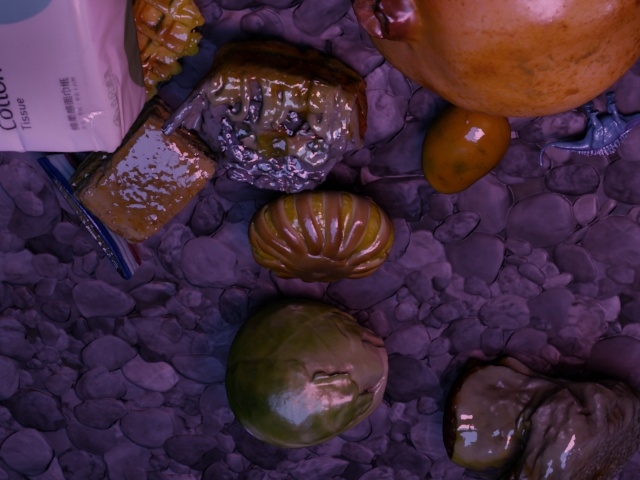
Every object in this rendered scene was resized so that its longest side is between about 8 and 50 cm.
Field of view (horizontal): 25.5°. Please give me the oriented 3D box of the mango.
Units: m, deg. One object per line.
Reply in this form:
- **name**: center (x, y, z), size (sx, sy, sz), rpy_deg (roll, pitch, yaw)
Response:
- **mango**: center (0.196, -0.131, 1.980), size (0.111, 0.089, 0.163), rpy_deg (36, 126, -17)

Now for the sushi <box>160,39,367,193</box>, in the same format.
- **sushi**: center (-0.070, -0.176, 1.950), size (0.274, 0.139, 0.184), rpy_deg (14, 121, -4)

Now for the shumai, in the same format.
- **shumai**: center (0.329, 0.287, 2.192), size (0.263, 0.304, 0.309), rpy_deg (36, 127, 25)

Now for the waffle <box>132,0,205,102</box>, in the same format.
- **waffle**: center (-0.326, -0.316, 1.941), size (0.307, 0.060, 0.312), rpy_deg (-22, 118, 17)

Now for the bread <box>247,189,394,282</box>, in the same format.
- **bread**: center (0.000, 0.000, 2.032), size (0.213, 0.105, 0.213), rpy_deg (5, 154, 2)

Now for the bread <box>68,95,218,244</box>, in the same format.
- **bread**: center (-0.254, -0.094, 2.024), size (0.196, 0.102, 0.138), rpy_deg (-41, 110, 12)

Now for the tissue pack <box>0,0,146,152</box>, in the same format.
- **tissue pack**: center (-0.384, -0.300, 1.803), size (0.266, 0.194, 0.356), rpy_deg (2, 124, 11)

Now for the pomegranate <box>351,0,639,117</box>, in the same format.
- **pomegranate**: center (0.210, -0.334, 1.664), size (0.416, 0.417, 0.417), rpy_deg (3, 121, 4)

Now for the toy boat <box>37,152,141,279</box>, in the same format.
- **toy boat**: center (-0.342, -0.041, 2.109), size (0.046, 0.080, 0.229), rpy_deg (-36, 112, -13)

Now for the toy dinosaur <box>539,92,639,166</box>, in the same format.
- **toy dinosaur**: center (0.392, -0.156, 1.969), size (0.197, 0.045, 0.080), rpy_deg (-22, 120, 8)

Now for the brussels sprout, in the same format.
- **brussels sprout**: center (-0.024, 0.201, 2.132), size (0.244, 0.244, 0.244), rpy_deg (3, 121, 4)
